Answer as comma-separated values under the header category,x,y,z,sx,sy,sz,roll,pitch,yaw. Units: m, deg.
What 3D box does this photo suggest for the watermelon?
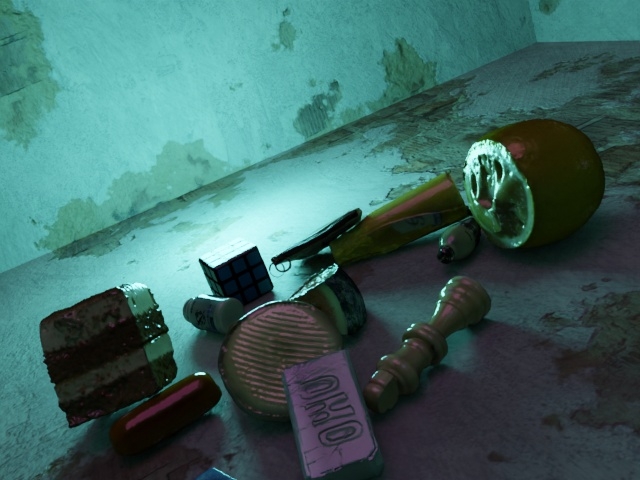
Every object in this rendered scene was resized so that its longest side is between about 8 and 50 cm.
category,x,y,z,sx,sy,sz,roll,pitch,yaw
watermelon,-0.006,0.146,1.789,0.226,0.148,0.318,-17,15,-13

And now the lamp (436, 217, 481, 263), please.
category,x,y,z,sx,sy,sz,roll,pitch,yaw
lamp,0.392,-0.004,1.909,0.101,0.101,0.250,-2,23,38

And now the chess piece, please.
category,x,y,z,sx,sy,sz,roll,pitch,yaw
chess piece,0.227,0.230,1.484,0.117,0.117,0.397,3,33,45

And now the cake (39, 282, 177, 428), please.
category,x,y,z,sx,sy,sz,roll,pitch,yaw
cake,-0.523,0.275,1.696,0.255,0.291,0.282,-23,0,1

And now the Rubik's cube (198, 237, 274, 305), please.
category,x,y,z,sx,sy,sz,roll,pitch,yaw
Rubik's cube,-0.265,0.105,2.142,0.160,0.162,0.163,-28,21,-21

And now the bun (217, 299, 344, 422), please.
category,x,y,z,sx,sy,sz,roll,pitch,yaw
bun,-0.079,0.274,1.531,0.287,0.146,0.288,-4,67,10

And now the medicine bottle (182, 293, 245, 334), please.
category,x,y,z,sx,sy,sz,roll,pitch,yaw
medicine bottle,-0.317,0.213,1.999,0.191,0.107,0.107,2,30,44

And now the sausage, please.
category,x,y,z,sx,sy,sz,roll,pitch,yaw
sausage,-0.360,0.403,1.590,0.274,0.105,0.105,-29,23,-22

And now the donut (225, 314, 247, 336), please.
category,x,y,z,sx,sy,sz,roll,pitch,yaw
donut,-0.134,0.265,1.672,0.294,0.151,0.112,-14,32,14

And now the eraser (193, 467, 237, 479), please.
category,x,y,z,sx,sy,sz,roll,pitch,yaw
eraser,-0.160,0.510,1.231,0.311,0.043,0.144,5,33,48

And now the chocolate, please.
category,x,y,z,sx,sy,sz,roll,pitch,yaw
chocolate,0.239,-0.042,2.098,0.445,0.162,0.162,-27,20,7

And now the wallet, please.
category,x,y,z,sx,sy,sz,roll,pitch,yaw
wallet,-0.002,-0.003,2.167,0.335,0.068,0.275,-32,-1,9

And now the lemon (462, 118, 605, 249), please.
category,x,y,z,sx,sy,sz,roll,pitch,yaw
lemon,0.583,-0.160,1.799,0.363,0.365,0.364,-17,21,7

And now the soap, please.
category,x,y,z,sx,sy,sz,roll,pitch,yaw
soap,0.020,0.344,1.305,0.150,0.094,0.262,-21,41,2
